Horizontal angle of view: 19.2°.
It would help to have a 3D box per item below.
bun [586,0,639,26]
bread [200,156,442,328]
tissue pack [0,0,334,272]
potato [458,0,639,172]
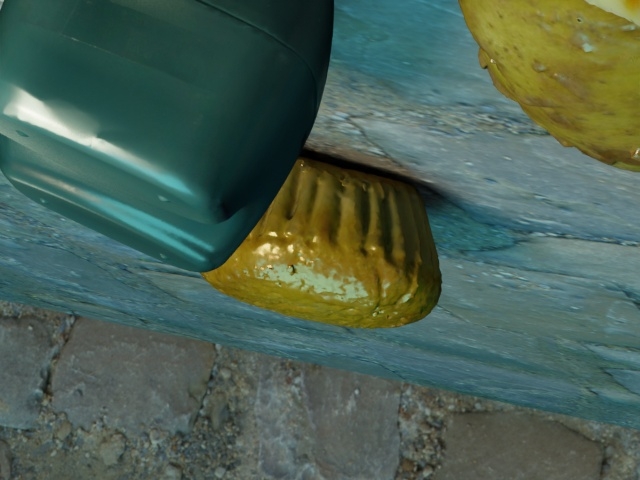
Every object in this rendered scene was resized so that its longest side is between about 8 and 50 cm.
[{"bbox_3d":[0.142,-0.164,0.633,0.293,0.187,0.293,13,166,3],"label":"bun"},{"bbox_3d":[0.001,0.004,1.743,0.240,0.139,0.240,14,169,3],"label":"bread"},{"bbox_3d":[-0.094,-0.112,1.175,0.198,0.206,0.287,23,167,2],"label":"tissue pack"},{"bbox_3d":[0.157,-0.119,0.946,0.176,0.141,0.298,0,164,22],"label":"potato"}]
